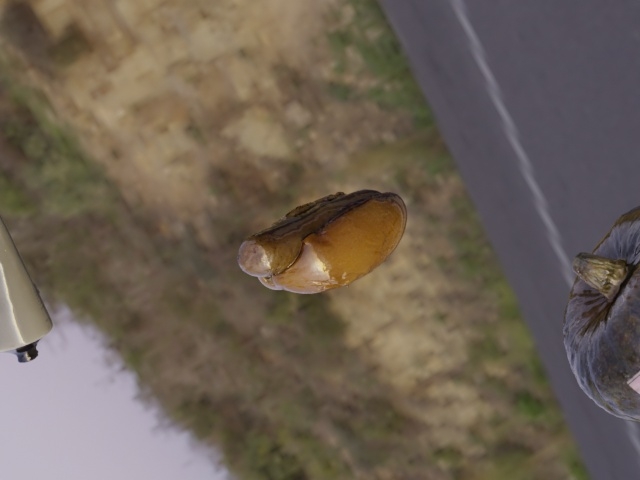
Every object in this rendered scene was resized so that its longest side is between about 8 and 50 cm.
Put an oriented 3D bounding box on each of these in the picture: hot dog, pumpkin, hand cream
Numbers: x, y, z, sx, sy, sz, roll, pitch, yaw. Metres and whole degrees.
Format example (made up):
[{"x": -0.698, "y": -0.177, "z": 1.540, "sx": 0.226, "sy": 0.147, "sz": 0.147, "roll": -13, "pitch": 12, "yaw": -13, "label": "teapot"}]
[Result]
[{"x": -0.001, "y": 0.000, "z": 1.185, "sx": 0.090, "sy": 0.140, "sz": 0.060, "roll": 11, "pitch": 124, "yaw": 59, "label": "hot dog"}, {"x": 0.363, "y": 0.066, "z": 1.866, "sx": 0.189, "sy": 0.260, "sz": 0.260, "roll": 34, "pitch": -176, "yaw": -12, "label": "pumpkin"}, {"x": -0.267, "y": 0.012, "z": 1.362, "sx": 0.087, "sy": 0.054, "sz": 0.186, "roll": 8, "pitch": 119, "yaw": 63, "label": "hand cream"}]
